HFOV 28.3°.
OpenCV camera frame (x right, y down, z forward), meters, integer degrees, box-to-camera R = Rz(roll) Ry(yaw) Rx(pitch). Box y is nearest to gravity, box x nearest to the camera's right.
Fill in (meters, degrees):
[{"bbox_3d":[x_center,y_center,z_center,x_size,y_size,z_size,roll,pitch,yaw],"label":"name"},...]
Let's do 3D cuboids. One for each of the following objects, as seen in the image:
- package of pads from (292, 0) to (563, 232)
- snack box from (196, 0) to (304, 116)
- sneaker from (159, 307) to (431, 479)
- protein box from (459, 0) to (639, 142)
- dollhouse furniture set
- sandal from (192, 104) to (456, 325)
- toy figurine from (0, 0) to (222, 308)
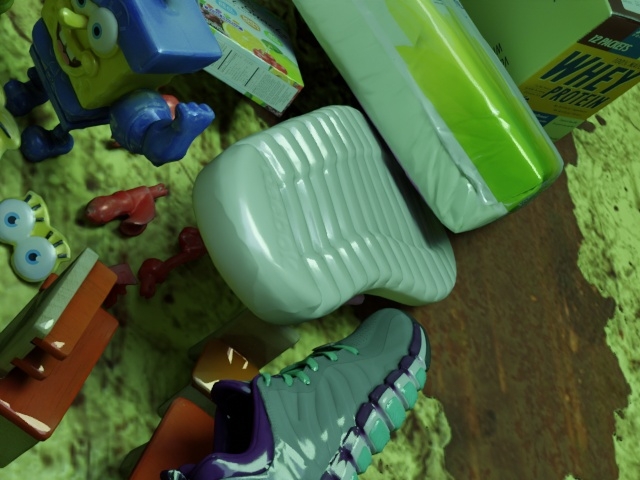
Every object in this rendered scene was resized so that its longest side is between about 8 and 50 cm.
[{"bbox_3d":[0.090,-0.150,1.103,0.297,0.101,0.229,58,16,5],"label":"package of pads"},{"bbox_3d":[-0.070,-0.167,1.034,0.100,0.037,0.141,32,21,-24],"label":"snack box"},{"bbox_3d":[-0.008,0.093,0.761,0.098,0.083,0.224,49,41,-13],"label":"sneaker"},{"bbox_3d":[0.227,-0.238,1.262,0.136,0.200,0.201,6,59,-39],"label":"protein box"},{"bbox_3d":[-0.088,0.136,0.777,0.259,0.135,0.262,40,44,-14],"label":"dollhouse furniture set"},{"bbox_3d":[-0.006,-0.014,0.948,0.416,0.102,0.169,1,66,-68],"label":"sandal"},{"bbox_3d":[-0.136,-0.162,0.877,0.191,0.217,0.363,-10,70,-45],"label":"toy figurine"}]
